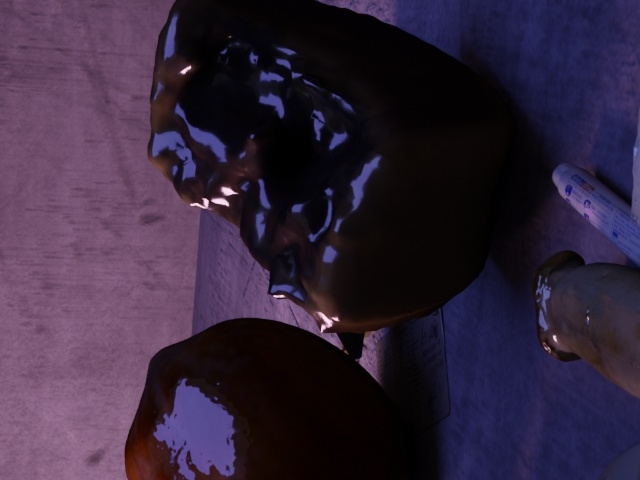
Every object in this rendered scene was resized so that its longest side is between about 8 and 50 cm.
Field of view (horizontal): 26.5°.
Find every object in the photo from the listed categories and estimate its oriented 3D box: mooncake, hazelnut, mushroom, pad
[{"bbox_3d":[0.001,-0.087,1.440,0.394,0.393,0.246,-82,3,-60],"label":"mooncake"},{"bbox_3d":[-0.064,0.274,1.713,0.366,0.366,0.365,-178,90,-75],"label":"hazelnut"},{"bbox_3d":[0.257,0.077,1.063,0.312,0.081,0.099,-150,43,-70],"label":"mushroom"},{"bbox_3d":[0.111,0.173,1.728,0.265,0.009,0.159,127,142,-65],"label":"pad"}]

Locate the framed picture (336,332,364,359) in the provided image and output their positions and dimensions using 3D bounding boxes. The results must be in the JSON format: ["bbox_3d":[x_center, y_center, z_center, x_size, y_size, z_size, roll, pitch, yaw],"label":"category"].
[{"bbox_3d":[0.001,0.000,1.771,0.265,0.018,0.192,60,-158,-29],"label":"framed picture"}]

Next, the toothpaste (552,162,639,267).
[{"bbox_3d":[0.256,-0.016,1.172,0.218,0.033,0.052,-123,27,-60],"label":"toothpaste"}]

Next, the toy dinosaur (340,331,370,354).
[{"bbox_3d":[0.045,0.118,1.945,0.162,0.039,0.126,97,174,-47],"label":"toy dinosaur"}]

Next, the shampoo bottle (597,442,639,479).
[{"bbox_3d":[0.168,0.285,0.948,0.359,0.078,0.134,-45,-16,-41],"label":"shampoo bottle"}]

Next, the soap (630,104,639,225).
[{"bbox_3d":[0.295,-0.044,0.965,0.198,0.063,0.114,-152,64,-74],"label":"soap"}]
